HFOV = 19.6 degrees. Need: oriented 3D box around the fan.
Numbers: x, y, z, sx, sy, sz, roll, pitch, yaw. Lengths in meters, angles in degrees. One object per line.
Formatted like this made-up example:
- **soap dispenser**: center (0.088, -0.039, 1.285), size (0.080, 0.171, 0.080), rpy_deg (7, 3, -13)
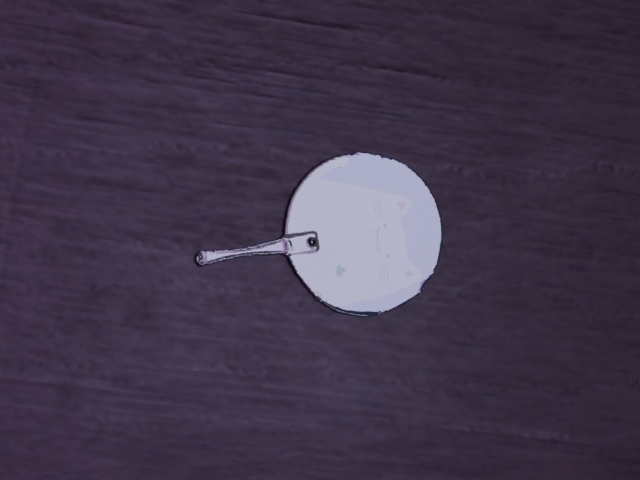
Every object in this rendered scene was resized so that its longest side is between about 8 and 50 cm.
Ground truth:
- **fan**: center (0.000, 0.000, 1.270), size (0.175, 0.005, 0.113), rpy_deg (-8, 88, -13)
